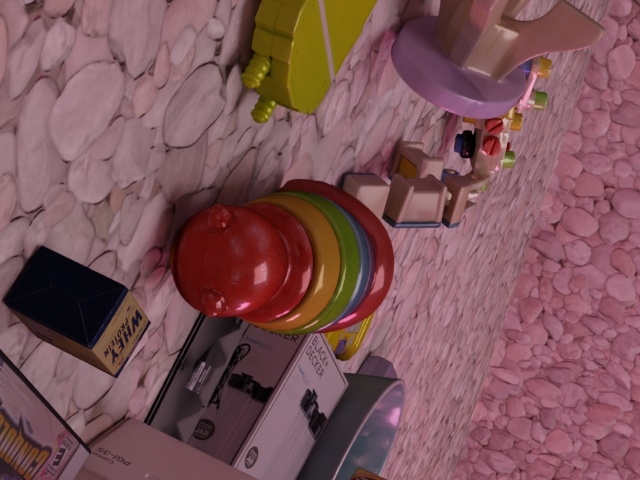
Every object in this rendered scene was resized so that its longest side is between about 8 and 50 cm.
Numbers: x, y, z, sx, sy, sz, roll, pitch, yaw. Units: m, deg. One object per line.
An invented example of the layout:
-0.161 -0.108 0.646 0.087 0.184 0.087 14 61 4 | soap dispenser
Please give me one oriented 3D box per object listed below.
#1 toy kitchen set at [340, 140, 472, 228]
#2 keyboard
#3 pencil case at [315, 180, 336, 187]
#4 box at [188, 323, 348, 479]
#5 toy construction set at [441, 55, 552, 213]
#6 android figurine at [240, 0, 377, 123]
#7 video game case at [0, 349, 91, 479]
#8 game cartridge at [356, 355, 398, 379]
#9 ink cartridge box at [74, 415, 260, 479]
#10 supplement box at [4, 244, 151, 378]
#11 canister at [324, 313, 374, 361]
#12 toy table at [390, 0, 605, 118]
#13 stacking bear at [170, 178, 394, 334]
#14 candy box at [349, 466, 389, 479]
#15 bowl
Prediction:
0.085 -0.058 1.717 0.207 0.166 0.122 0 118 -32 | toy kitchen set
-0.142 0.152 1.369 0.100 0.038 0.192 40 74 -48 | keyboard
0.000 0.000 1.522 0.070 0.064 0.151 -33 146 -34 | pencil case
-0.085 0.241 1.492 0.290 0.087 0.169 -59 149 -25 | box
0.270 -0.179 1.963 0.215 0.151 0.327 -89 -159 -65 | toy construction set
-0.001 -0.240 1.215 0.273 0.056 0.248 -61 163 -19 | android figurine
-0.295 0.229 0.974 0.248 0.035 0.275 -60 162 -21 | video game case
0.053 0.355 2.181 0.294 0.060 0.196 -62 166 -16 | game cartridge
-0.164 0.353 1.238 0.117 0.207 0.283 -36 146 -61 | ink cartridge box
-0.193 0.058 0.975 0.056 0.083 0.083 -60 163 -18 | supplement box
0.014 0.104 1.690 0.126 0.073 0.170 -68 162 3 | canister
0.215 -0.274 1.553 0.161 0.252 0.274 -57 -178 29 | toy table
-0.050 0.022 1.254 0.289 0.164 0.175 2 98 -64 | stacking bear
0.004 0.458 1.541 0.316 0.088 0.183 -45 153 -50 | candy box
-0.018 0.304 1.700 0.311 0.163 0.311 -57 161 -31 | bowl
